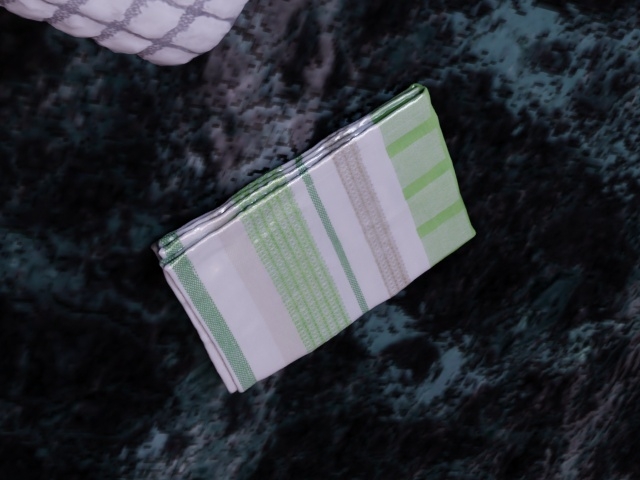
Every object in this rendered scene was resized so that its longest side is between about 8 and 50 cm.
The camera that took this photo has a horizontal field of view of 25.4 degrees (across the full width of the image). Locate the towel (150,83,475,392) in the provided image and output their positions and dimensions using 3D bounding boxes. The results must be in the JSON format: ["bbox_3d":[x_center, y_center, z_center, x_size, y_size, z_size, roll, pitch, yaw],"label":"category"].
[{"bbox_3d":[0.000,0.000,0.692,0.152,0.023,0.113,-33,137,-10],"label":"towel"}]

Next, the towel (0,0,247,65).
[{"bbox_3d":[-0.082,-0.217,0.401,0.235,0.121,0.284,20,107,-33],"label":"towel"}]
